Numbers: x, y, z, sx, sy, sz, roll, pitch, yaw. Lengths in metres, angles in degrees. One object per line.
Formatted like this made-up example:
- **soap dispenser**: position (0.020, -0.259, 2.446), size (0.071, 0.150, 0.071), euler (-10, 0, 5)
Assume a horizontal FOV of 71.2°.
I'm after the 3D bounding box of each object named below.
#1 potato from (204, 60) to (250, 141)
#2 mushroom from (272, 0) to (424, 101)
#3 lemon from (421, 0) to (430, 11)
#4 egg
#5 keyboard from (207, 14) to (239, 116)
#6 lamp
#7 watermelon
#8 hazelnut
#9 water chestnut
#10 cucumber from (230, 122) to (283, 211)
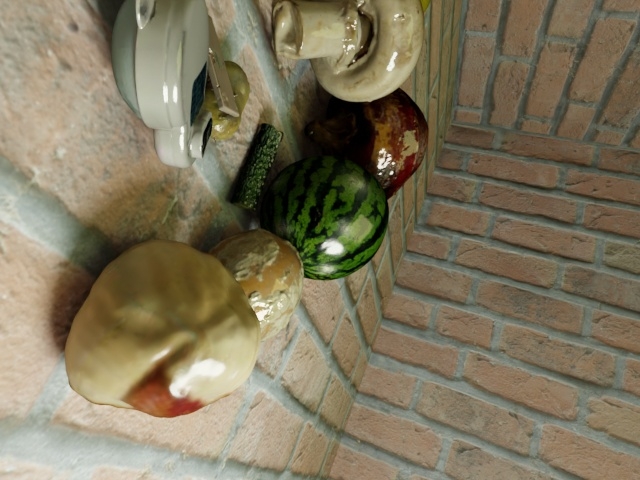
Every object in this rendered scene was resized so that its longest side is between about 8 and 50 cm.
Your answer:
- **potato**: position (-0.163, -0.226, 0.728), size (0.091, 0.070, 0.138), euler (46, 48, -46)
- **mushroom**: position (0.053, -0.425, 0.913), size (0.290, 0.292, 0.293), euler (-26, 131, -42)
- **lemon**: position (0.215, -0.695, 1.267), size (0.248, 0.184, 0.184), euler (-50, 153, -15)
- **egg**: position (-0.139, 0.091, 0.845), size (0.245, 0.203, 0.203), euler (-54, 154, -21)
- **keyboard**: position (-0.161, -0.268, 0.671), size (0.055, 0.017, 0.166), euler (-3, 76, -74)
- **lamp**: position (-0.201, -0.212, 0.577), size (0.180, 0.107, 0.246), euler (-84, -179, -52)
- **watermelon**: position (0.007, -0.048, 1.012), size (0.285, 0.284, 0.286), euler (15, 90, -70)
- **hazelnut**: position (-0.225, 0.126, 0.654), size (0.261, 0.261, 0.241), euler (-69, -168, -16)
- **water chestnut**: position (0.100, -0.261, 1.175), size (0.301, 0.350, 0.351), euler (-3, 113, -25)
- **cucumber**: position (-0.128, -0.150, 0.910), size (0.058, 0.058, 0.187), euler (53, 53, -66)
